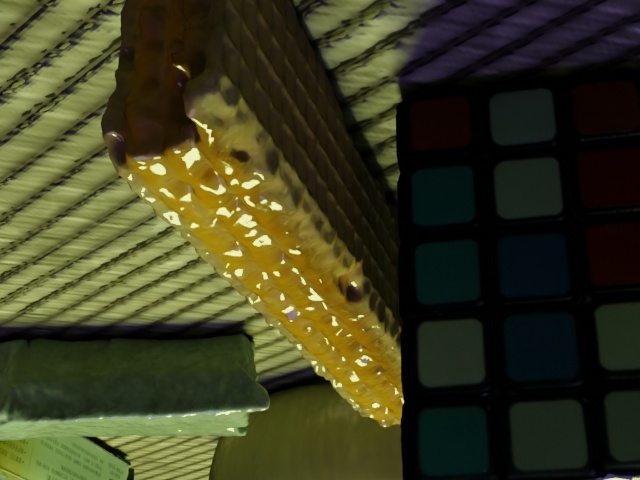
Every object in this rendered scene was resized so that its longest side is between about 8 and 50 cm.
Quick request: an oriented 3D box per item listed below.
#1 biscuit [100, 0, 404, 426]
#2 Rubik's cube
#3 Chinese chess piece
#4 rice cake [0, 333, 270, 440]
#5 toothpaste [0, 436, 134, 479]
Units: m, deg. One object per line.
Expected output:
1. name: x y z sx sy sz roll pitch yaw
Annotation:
1. biscuit: 0.000 0.000 0.516 0.054 0.094 0.378 -7 155 15
2. Rubik's cube: 0.136 0.042 0.500 0.182 0.187 0.184 -5 152 12
3. Chinese chess piece: 0.071 0.224 0.944 0.338 0.140 0.338 1 156 0
4. rice cake: -0.137 0.102 0.766 0.206 0.069 0.063 -4 153 1
5. toothpaste: -0.257 0.192 0.956 0.089 0.071 0.313 -2 156 12
